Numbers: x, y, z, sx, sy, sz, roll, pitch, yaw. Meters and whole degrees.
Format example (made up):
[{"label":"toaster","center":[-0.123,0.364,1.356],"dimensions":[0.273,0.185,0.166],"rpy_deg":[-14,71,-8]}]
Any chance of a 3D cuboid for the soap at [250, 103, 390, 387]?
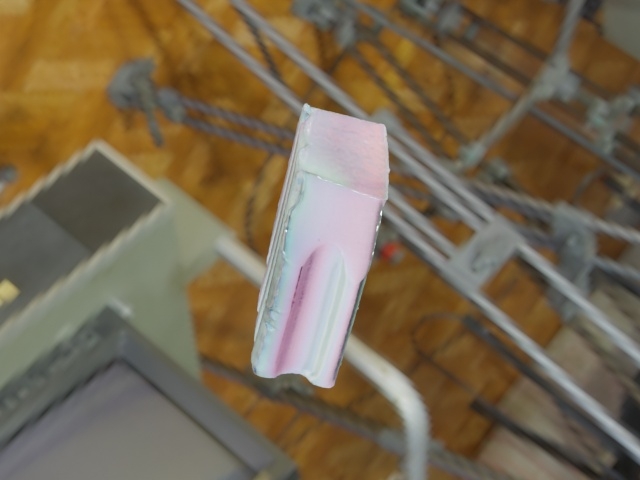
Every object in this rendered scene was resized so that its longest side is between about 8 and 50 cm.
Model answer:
[{"label":"soap","center":[0.000,0.000,1.081],"dimensions":[0.100,0.056,0.149],"rpy_deg":[-89,-169,-49]}]
